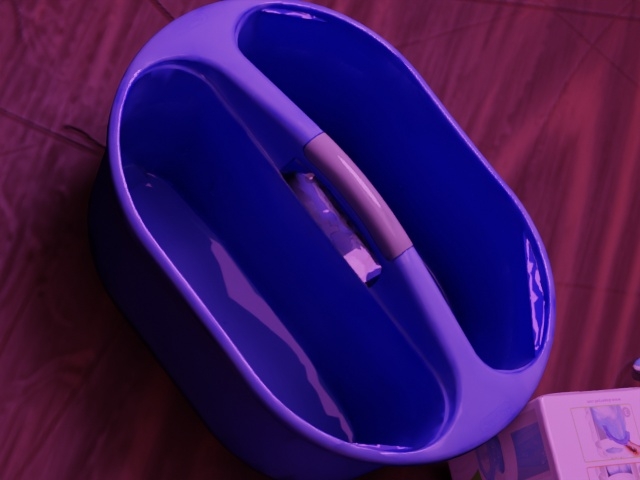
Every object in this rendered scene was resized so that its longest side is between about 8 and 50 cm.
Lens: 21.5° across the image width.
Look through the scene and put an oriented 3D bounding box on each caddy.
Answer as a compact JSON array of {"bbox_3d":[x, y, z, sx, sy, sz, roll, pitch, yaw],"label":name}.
[{"bbox_3d":[0.000,0.000,1.118,0.241,0.179,0.341,-35,83,-28],"label":"caddy"}]

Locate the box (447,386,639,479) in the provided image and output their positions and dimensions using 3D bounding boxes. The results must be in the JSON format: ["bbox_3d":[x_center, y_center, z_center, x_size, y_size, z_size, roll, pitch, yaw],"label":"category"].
[{"bbox_3d":[0.175,0.213,1.120,0.103,0.114,0.203,0,67,-34],"label":"box"}]

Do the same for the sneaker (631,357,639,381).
[{"bbox_3d":[0.256,0.193,1.197,0.086,0.085,0.237,-1,71,15],"label":"sneaker"}]
